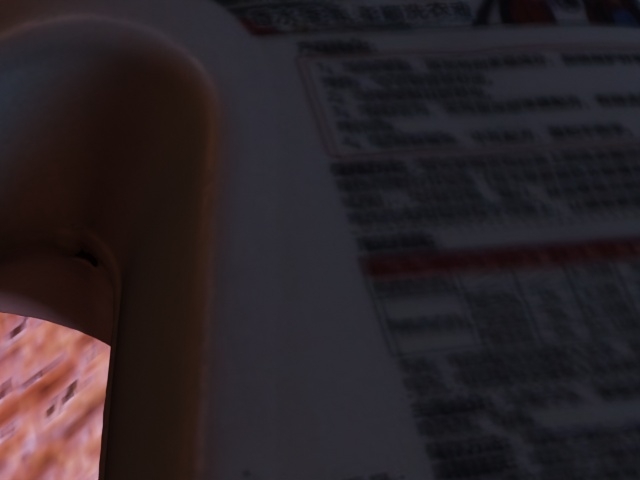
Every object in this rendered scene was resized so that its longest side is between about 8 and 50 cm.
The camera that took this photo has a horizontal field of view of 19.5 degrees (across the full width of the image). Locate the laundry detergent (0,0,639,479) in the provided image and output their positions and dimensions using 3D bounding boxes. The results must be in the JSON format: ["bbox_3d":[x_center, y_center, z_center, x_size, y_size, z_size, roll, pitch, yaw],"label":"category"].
[{"bbox_3d":[0.000,0.000,0.420,0.125,0.264,0.398,101,-23,-52],"label":"laundry detergent"}]
